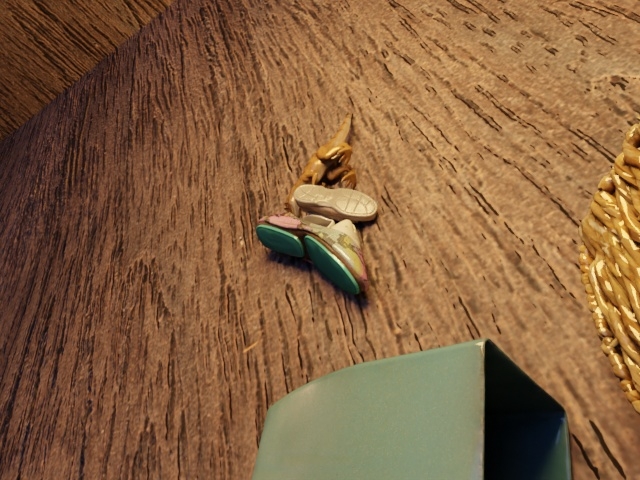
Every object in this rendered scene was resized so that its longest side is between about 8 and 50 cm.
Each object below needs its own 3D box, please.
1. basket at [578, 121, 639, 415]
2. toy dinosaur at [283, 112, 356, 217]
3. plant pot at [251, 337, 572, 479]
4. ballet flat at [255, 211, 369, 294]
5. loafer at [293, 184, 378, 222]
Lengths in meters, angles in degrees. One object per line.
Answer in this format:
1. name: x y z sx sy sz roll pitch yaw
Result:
1. basket: 0.338 0.046 0.334 0.223 0.214 0.299 6 38 -4
2. toy dinosaur: 0.013 -0.129 0.802 0.112 0.064 0.211 23 73 47
3. plant pot: 0.060 0.201 0.436 0.234 0.165 0.166 -17 48 37
4. ballet flat: 0.000 0.000 0.711 0.079 0.077 0.221 -37 37 -26
5. loafer: 0.023 -0.048 0.745 0.125 0.039 0.045 15 58 21
